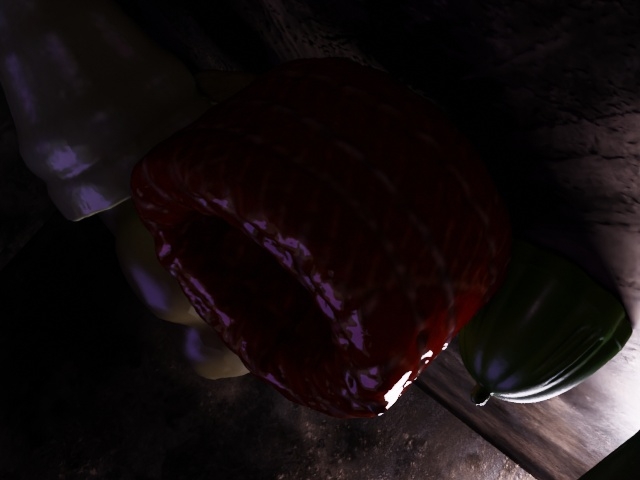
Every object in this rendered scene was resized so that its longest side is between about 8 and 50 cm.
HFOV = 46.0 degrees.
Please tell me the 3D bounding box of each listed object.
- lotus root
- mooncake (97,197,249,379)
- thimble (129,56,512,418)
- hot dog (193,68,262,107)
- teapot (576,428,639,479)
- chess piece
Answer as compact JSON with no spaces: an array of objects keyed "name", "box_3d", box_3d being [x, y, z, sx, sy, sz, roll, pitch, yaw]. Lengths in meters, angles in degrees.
[{"name":"lotus root","box_3d":[0.220,0.114,0.832,0.186,0.186,0.186,39,171,7]},{"name":"mooncake","box_3d":[-0.180,-0.010,1.197,0.467,0.262,0.467,62,175,9]},{"name":"thimble","box_3d":[0.000,0.000,0.758,0.350,0.230,0.350,35,149,25]},{"name":"hot dog","box_3d":[-0.054,-0.150,0.964,0.242,0.073,0.084,38,174,3]},{"name":"teapot","box_3d":[0.384,0.286,0.821,0.203,0.225,0.171,40,173,-10]},{"name":"chess piece","box_3d":[-0.313,-0.259,0.832,0.442,0.234,0.234,59,165,-19]}]
